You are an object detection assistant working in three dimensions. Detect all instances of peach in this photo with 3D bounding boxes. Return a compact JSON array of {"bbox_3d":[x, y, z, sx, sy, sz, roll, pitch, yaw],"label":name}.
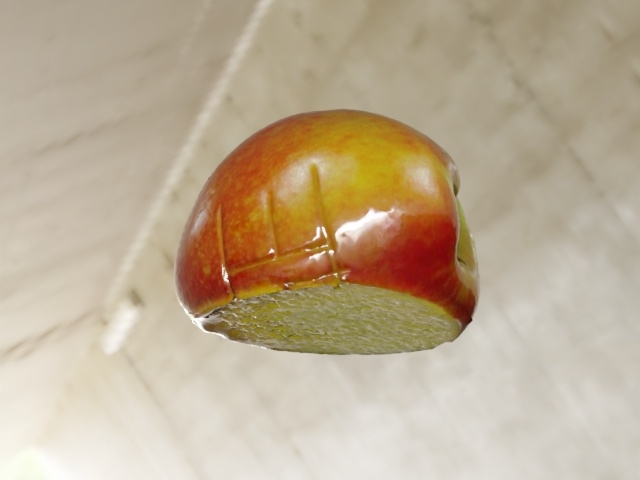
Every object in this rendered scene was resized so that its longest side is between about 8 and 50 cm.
[{"bbox_3d":[0.000,0.000,1.736,0.274,0.245,0.249,-10,-47,3],"label":"peach"}]
